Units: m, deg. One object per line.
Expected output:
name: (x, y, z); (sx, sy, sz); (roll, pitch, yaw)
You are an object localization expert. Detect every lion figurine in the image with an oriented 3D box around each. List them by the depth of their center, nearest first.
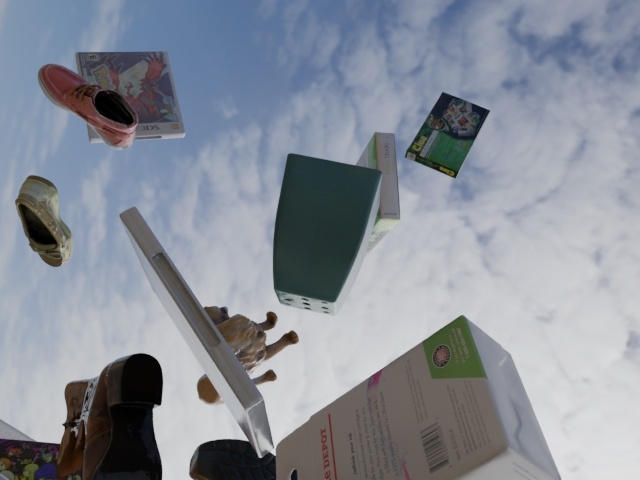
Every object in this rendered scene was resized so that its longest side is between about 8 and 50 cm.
lion figurine: (-0.198, 0.282, 1.491); (0.142, 0.240, 0.392); (44, -45, 25)

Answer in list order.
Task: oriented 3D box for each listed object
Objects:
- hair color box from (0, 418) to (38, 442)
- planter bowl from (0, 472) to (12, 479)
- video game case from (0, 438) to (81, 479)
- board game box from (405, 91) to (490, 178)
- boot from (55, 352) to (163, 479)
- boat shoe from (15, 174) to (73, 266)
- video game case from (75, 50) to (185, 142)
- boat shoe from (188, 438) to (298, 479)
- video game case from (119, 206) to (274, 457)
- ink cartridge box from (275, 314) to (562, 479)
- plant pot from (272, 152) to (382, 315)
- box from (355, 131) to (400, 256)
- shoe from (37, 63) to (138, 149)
hair color box: (-0.630, 0.412, 1.349); (0.043, 0.141, 0.072); (-1, -127, 21)
planter bowl: (-0.480, 0.396, 0.949); (0.162, 0.109, 0.162); (-5, -105, 21)
video game case: (-0.480, 0.434, 1.113); (0.210, 0.232, 0.042); (-85, -179, -47)
board game box: (0.318, -0.266, 1.675); (0.260, 0.136, 0.030); (-56, 168, -36)
boot: (-0.328, 0.306, 0.947); (0.280, 0.096, 0.264); (-28, -122, 45)
boat shoe: (-0.350, -0.013, 0.848); (0.153, 0.056, 0.048); (105, 1, -48)
video game case: (-0.378, -0.289, 1.341); (0.023, 0.183, 0.201); (127, -49, -59)
boat shoe: (-0.108, 0.495, 1.334); (0.120, 0.324, 0.122); (-57, -161, 31)
video game case: (-0.147, 0.114, 0.816); (0.285, 0.025, 0.204); (51, -19, 25)
ink cartridge box: (0.103, 0.286, 0.880); (0.353, 0.119, 0.207); (-38, -147, 23)
plant pot: (0.000, 0.000, 1.177); (0.165, 0.165, 0.234); (82, 21, -71)
box: (0.132, -0.111, 1.775); (0.322, 0.058, 0.232); (120, -31, -70)
shoe: (-0.351, -0.218, 1.026); (0.063, 0.178, 0.081); (-52, -173, -28)
